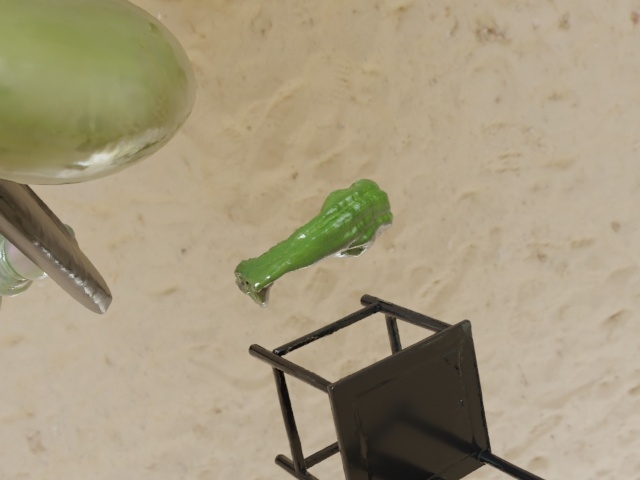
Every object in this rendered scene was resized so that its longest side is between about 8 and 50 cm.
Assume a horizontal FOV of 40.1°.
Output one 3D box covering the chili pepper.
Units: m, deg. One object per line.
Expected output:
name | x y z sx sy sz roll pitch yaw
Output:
chili pepper | -0.001 0.001 1.086 0.253 0.083 0.099 -32 169 -34

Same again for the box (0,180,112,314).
box | -0.253 -0.039 0.679 0.042 0.212 0.201 -45 156 -14

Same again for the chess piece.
chess piece | -0.381 0.032 1.036 0.271 0.139 0.139 -21 137 32

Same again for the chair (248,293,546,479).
chair | 0.070 0.151 0.713 0.154 0.260 0.141 -22 109 -28

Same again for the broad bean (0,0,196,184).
broad bean | -0.168 -0.104 0.419 0.189 0.263 0.121 1 109 -43
